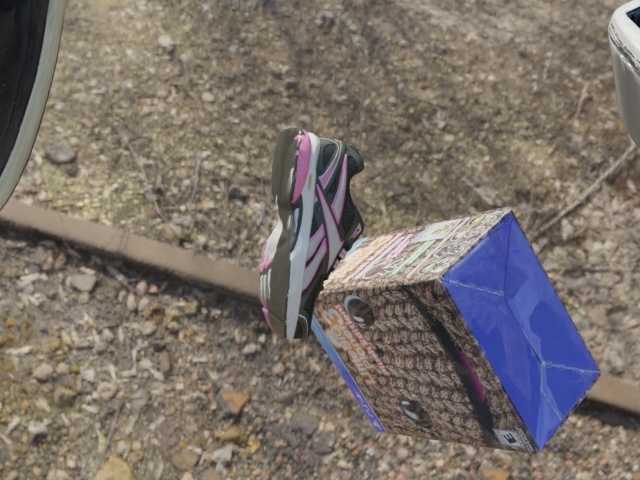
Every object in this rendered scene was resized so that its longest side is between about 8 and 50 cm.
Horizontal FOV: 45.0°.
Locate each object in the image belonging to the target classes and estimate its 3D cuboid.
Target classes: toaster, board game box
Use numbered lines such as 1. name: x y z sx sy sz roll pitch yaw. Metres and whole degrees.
1. toaster: 0.388 -0.172 0.817 0.129 0.146 0.227 -20 39 11
2. board game box: 0.142 0.112 0.940 0.141 0.291 0.232 -38 103 -31

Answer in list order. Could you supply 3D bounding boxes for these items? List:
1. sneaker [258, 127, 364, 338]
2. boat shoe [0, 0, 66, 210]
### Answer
1. sneaker: 0.000 0.000 0.637 0.077 0.178 0.072 3 15 -23
2. boat shoe: -0.186 -0.212 0.235 0.187 0.500 0.156 5 24 -5
